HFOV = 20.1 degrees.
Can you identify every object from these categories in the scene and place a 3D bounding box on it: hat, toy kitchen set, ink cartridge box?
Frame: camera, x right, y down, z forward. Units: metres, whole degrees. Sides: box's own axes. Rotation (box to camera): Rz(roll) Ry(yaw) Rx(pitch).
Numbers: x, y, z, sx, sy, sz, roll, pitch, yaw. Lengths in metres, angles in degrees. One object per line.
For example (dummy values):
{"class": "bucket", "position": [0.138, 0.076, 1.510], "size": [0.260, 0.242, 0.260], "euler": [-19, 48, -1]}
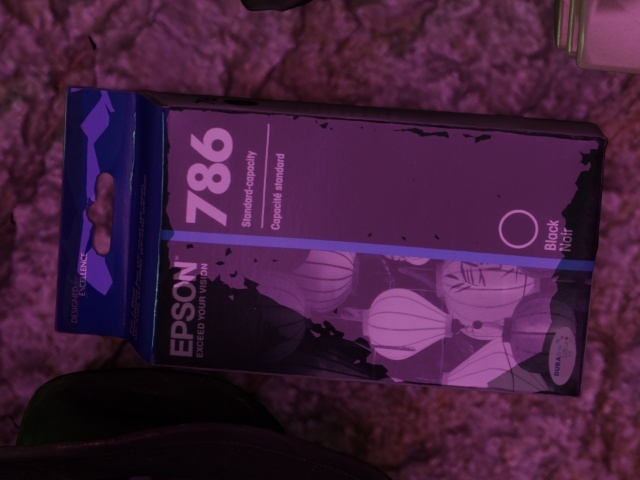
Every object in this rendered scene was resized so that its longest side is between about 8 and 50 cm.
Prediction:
{"class": "hat", "position": [-0.098, 0.153, 1.074], "size": [0.331, 0.134, 0.331], "euler": [-4, 141, -3]}
{"class": "toy kitchen set", "position": [0.202, -0.200, 0.995], "size": [0.122, 0.166, 0.207], "euler": [3, 102, 2]}
{"class": "ink cartridge box", "position": [0.000, 0.000, 1.098], "size": [0.333, 0.065, 0.165], "euler": [3, 102, 2]}

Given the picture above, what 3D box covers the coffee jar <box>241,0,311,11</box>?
{"class": "coffee jar", "position": [-0.048, -0.219, 1.036], "size": [0.079, 0.096, 0.184], "euler": [-29, 98, 5]}
